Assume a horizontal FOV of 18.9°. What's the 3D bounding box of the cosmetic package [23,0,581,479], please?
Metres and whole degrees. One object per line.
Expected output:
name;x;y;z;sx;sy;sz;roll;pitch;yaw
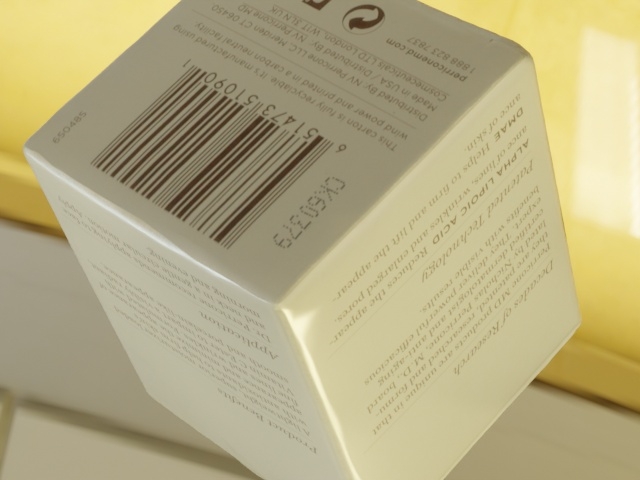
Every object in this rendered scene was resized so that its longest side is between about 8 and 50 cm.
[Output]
cosmetic package;0.000;0.000;0.819;0.151;0.183;0.151;31;-114;33
